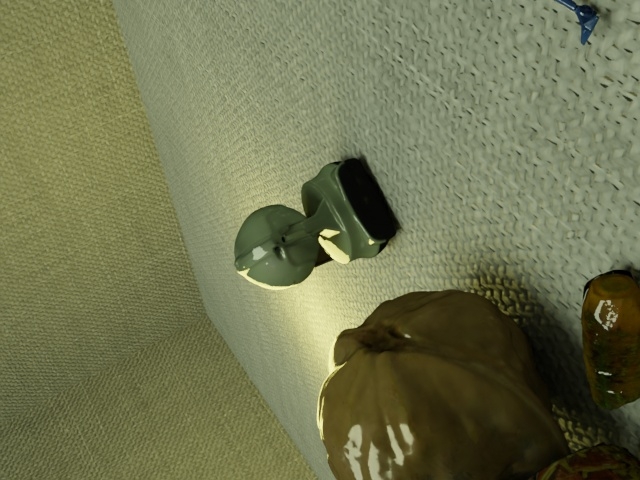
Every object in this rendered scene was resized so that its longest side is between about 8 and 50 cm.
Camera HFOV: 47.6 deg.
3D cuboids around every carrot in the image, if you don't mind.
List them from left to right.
[{"bbox_3d":[0.348,0.119,0.848,0.082,0.082,0.173,33,147,55],"label":"carrot"}]

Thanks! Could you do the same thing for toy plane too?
[{"bbox_3d":[0.211,-0.260,0.726,0.167,0.062,0.054,44,155,20],"label":"toy plane"}]

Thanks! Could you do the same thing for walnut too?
[{"bbox_3d":[0.173,0.266,1.069,0.383,0.384,0.383,51,158,30],"label":"walnut"}]

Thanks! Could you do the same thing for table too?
[{"bbox_3d":[0.000,0.000,1.591,0.070,0.083,0.082,27,136,64],"label":"table"}]

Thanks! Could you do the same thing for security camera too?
[{"bbox_3d":[-0.028,-0.011,1.344,0.196,0.277,0.191,62,160,0],"label":"security camera"}]

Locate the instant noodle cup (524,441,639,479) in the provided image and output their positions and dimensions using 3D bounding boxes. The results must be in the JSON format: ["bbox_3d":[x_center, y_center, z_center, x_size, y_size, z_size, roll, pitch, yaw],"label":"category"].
[{"bbox_3d":[0.371,0.431,0.897,0.266,0.340,0.339,-122,16,-46],"label":"instant noodle cup"}]
